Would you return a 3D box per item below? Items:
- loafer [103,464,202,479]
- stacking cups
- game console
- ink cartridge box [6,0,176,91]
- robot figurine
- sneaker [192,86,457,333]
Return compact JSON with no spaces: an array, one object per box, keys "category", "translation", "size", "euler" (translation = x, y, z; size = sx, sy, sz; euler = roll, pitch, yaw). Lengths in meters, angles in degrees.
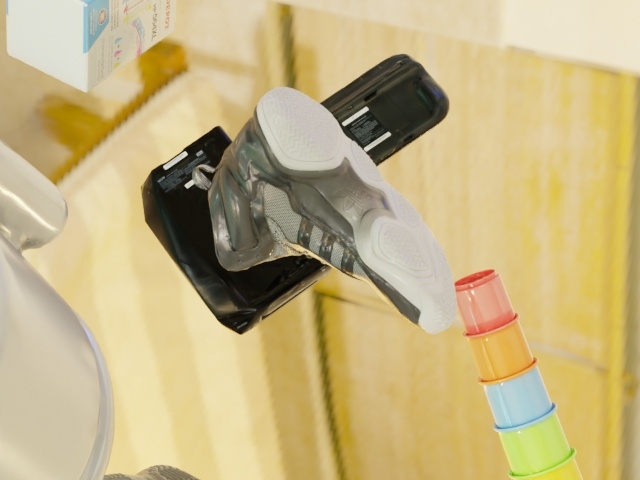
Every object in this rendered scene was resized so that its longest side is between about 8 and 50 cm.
[{"category":"loafer","translation":[-0.155,0.271,1.592],"size":[0.251,0.094,0.087],"euler":[17,95,-63]},{"category":"stacking cups","translation":[0.236,0.194,2.055],"size":[0.096,0.096,0.316],"euler":[-33,102,-55]},{"category":"game console","translation":[-0.011,-0.073,1.852],"size":[0.361,0.213,0.044],"euler":[-35,160,-8]},{"category":"ink cartridge box","translation":[-0.189,-0.210,1.425],"size":[0.143,0.090,0.092],"euler":[-43,151,-41]},{"category":"robot figurine","translation":[-0.231,0.080,0.910],"size":[0.300,0.199,0.353],"euler":[-61,161,-15]},{"category":"sneaker","translation":[0.000,0.000,1.531],"size":[0.153,0.268,0.101],"euler":[-38,-178,26]}]
